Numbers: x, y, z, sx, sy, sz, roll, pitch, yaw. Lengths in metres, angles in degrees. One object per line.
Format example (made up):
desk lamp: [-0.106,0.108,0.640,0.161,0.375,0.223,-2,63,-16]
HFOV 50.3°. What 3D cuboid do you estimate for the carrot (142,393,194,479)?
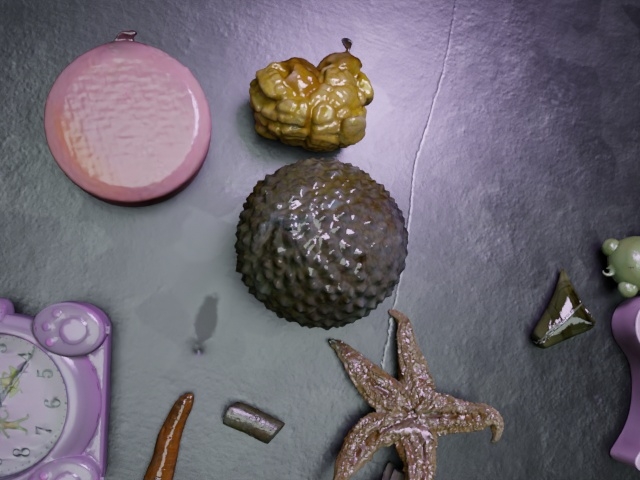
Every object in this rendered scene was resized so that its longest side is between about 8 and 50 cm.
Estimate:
carrot: [-0.233,0.322,1.028,0.047,0.047,0.191,18,78,-8]

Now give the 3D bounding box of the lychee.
lychee: [0.000,0.000,0.992,0.255,0.274,0.255,-6,73,20]

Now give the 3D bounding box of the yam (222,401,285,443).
yam: [-0.103,0.281,1.051,0.094,0.043,0.043,28,81,-5]

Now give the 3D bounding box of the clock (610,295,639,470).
clock: [0.583,0.251,1.150,0.275,0.080,0.290,41,79,-4]

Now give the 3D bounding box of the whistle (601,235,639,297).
whistle: [0.585,0.025,1.164,0.227,0.085,0.105,-15,76,-8]

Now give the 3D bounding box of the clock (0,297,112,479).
clock: [-0.462,0.229,0.960,0.322,0.113,0.296,2,85,-8]

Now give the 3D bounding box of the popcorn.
popcorn: [-0.008,-0.205,1.065,0.194,0.140,0.163,-19,80,-21]

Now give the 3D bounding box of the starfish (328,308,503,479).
starfish: [0.116,0.265,1.070,0.299,0.060,0.302,-19,69,-4]

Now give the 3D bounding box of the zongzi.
zongzi: [0.389,0.115,1.148,0.104,0.052,0.113,-22,76,-5]

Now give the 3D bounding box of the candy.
candy: [-0.287,-0.180,1.031,0.255,0.094,0.255,1,85,-10]

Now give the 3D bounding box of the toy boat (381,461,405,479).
toy boat: [0.110,0.453,1.063,0.084,0.066,0.210,18,86,19]
